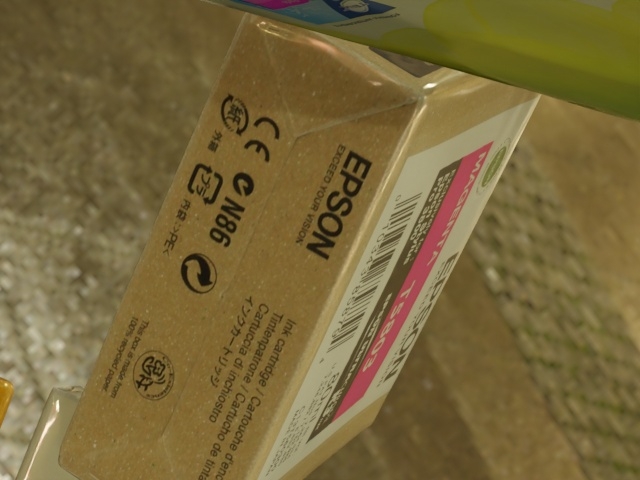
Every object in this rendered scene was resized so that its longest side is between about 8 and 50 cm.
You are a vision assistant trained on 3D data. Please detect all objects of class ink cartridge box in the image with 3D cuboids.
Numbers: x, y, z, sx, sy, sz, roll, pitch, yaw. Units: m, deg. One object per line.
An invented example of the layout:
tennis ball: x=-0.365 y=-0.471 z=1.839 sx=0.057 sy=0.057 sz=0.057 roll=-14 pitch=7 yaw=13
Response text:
ink cartridge box: x=0.000 y=0.000 z=0.852 sx=0.088 sy=0.234 sz=0.193 roll=31 pitch=24 yaw=15

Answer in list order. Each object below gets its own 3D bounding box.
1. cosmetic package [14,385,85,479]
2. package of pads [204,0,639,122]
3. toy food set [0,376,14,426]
cosmetic package: x=-0.131 y=0.239 z=1.047 sx=0.129 sy=0.296 sz=0.153 roll=21 pitch=-2 yaw=7
package of pads: x=0.076 y=-0.107 z=0.480 sx=0.297 sy=0.229 sz=0.101 roll=11 pitch=81 yaw=-30
toy food set: x=-0.367 y=0.119 z=1.468 sx=0.232 sy=0.104 sz=0.111 roll=21 pitch=-1 yaw=-26
